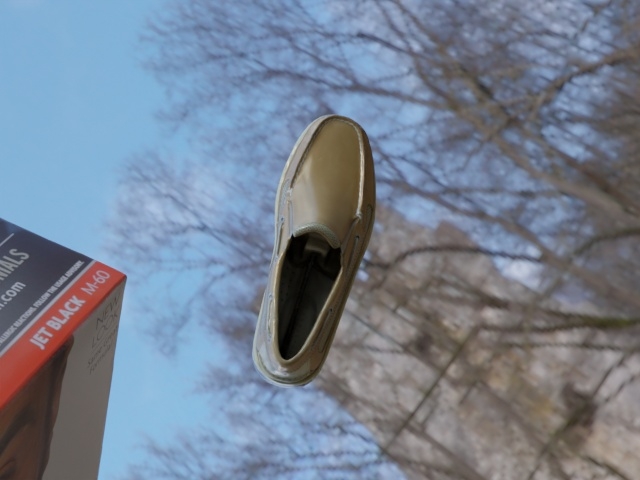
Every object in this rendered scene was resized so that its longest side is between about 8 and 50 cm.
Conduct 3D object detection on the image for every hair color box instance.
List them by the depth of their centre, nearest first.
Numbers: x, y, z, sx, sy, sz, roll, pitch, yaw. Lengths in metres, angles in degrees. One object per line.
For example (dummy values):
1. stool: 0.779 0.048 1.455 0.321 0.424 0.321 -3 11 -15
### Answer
1. hair color box: -0.102 0.085 0.376 0.093 0.053 0.167 -52 -20 -49

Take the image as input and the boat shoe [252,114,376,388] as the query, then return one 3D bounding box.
1. boat shoe: 0.000 0.000 0.936 0.072 0.068 0.190 99 180 -73
